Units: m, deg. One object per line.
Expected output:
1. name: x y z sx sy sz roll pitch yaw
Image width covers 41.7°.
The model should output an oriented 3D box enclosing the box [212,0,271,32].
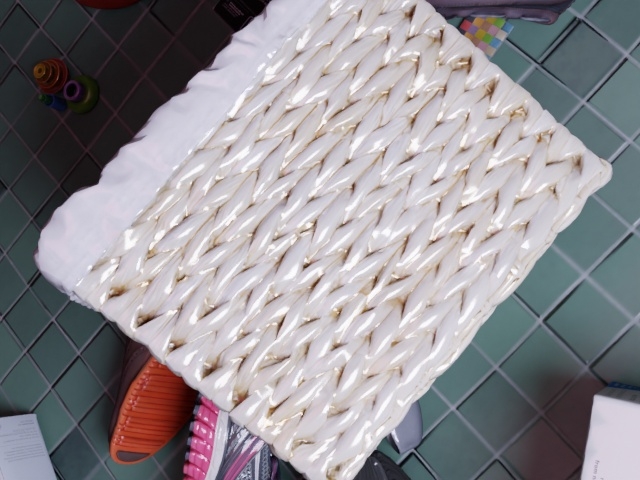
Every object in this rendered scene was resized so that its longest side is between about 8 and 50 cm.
1. box: 0.047 -0.296 0.864 0.290 0.169 0.087 -48 65 14

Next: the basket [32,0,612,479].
1. basket: 0.000 0.000 0.702 0.266 0.328 0.331 42 82 5

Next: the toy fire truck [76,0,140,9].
1. toy fire truck: -0.244 -0.406 0.958 0.302 0.254 0.169 -12 80 23

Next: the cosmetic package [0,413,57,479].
1. cosmetic package: -0.477 0.427 1.059 0.377 0.097 0.284 -30 71 19

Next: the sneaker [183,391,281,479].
1. sneaker: -0.099 0.295 0.897 0.112 0.121 0.299 10 97 -5

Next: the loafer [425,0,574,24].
1. loafer: 0.116 -0.234 0.779 0.303 0.095 0.109 -7 53 -18

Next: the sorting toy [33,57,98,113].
1. sorting toy: -0.341 -0.201 1.096 0.102 0.042 0.061 31 97 24

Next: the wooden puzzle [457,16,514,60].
1. wooden puzzle: 0.169 -0.216 0.886 0.049 0.006 0.083 38 100 23

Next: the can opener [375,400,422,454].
1. can opener: 0.017 0.099 0.898 0.095 0.076 0.283 -21 74 -11

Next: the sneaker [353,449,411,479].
1. sneaker: 0.002 0.435 0.790 0.258 0.169 0.447 -19 75 30

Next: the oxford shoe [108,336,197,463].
1. oxford shoe: -0.182 0.126 0.974 0.098 0.097 0.271 26 91 44

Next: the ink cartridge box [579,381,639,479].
1. ink cartridge box: 0.334 0.222 0.673 0.233 0.171 0.168 9 88 24
